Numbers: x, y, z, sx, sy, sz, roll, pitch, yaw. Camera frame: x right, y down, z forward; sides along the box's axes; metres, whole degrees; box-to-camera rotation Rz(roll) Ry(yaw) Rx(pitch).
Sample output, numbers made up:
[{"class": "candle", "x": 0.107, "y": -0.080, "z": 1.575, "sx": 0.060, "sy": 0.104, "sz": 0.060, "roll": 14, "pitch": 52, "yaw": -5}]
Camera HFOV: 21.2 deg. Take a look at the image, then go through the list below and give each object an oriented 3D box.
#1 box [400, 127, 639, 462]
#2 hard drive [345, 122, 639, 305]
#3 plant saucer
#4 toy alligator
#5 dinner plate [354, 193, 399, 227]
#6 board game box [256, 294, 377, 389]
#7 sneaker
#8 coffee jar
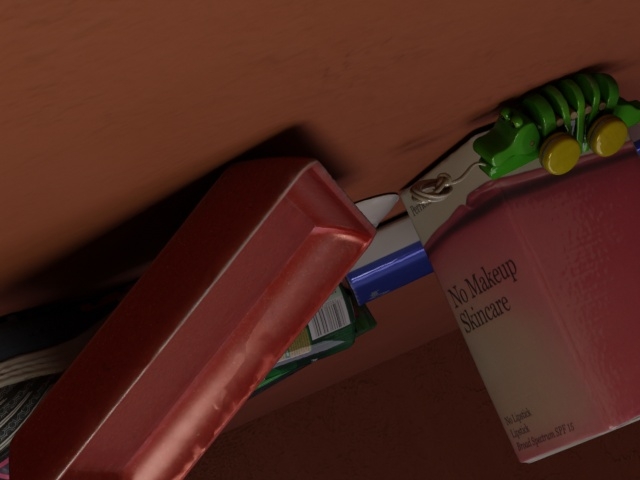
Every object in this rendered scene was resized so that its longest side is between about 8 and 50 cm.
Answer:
[{"class": "box", "x": 0.180, "y": 0.029, "z": 1.274, "sx": 0.127, "sy": 0.232, "sz": 0.148, "roll": -21, "pitch": 171, "yaw": -25}, {"class": "hard drive", "x": 0.168, "y": -0.031, "z": 1.551, "sx": 0.319, "sy": 0.040, "sz": 0.210, "roll": -25, "pitch": 173, "yaw": 0}, {"class": "plant saucer", "x": -0.078, "y": 0.063, "z": 1.039, "sx": 0.258, "sy": 0.048, "sz": 0.259, "roll": -52, "pitch": 168, "yaw": -1}, {"class": "toy alligator", "x": 0.143, "y": -0.076, "z": 1.154, "sx": 0.190, "sy": 0.056, "sz": 0.051, "roll": -20, "pitch": 129, "yaw": -21}, {"class": "dinner plate", "x": 0.000, "y": 0.000, "z": 1.343, "sx": 0.141, "sy": 0.017, "sz": 0.141, "roll": -25, "pitch": 174, "yaw": -3}, {"class": "board game box", "x": -0.055, "y": 0.127, "z": 1.778, "sx": 0.213, "sy": 0.046, "sz": 0.317, "roll": -31, "pitch": 176, "yaw": 5}, {"class": "sneaker", "x": -0.148, "y": 0.100, "z": 1.202, "sx": 0.299, "sy": 0.112, "sz": 0.121, "roll": -18, "pitch": 170, "yaw": -45}, {"class": "coffee jar", "x": -0.071, "y": 0.080, "z": 1.381, "sx": 0.184, "sy": 0.079, "sz": 0.096, "roll": -21, "pitch": -164, "yaw": -21}]
